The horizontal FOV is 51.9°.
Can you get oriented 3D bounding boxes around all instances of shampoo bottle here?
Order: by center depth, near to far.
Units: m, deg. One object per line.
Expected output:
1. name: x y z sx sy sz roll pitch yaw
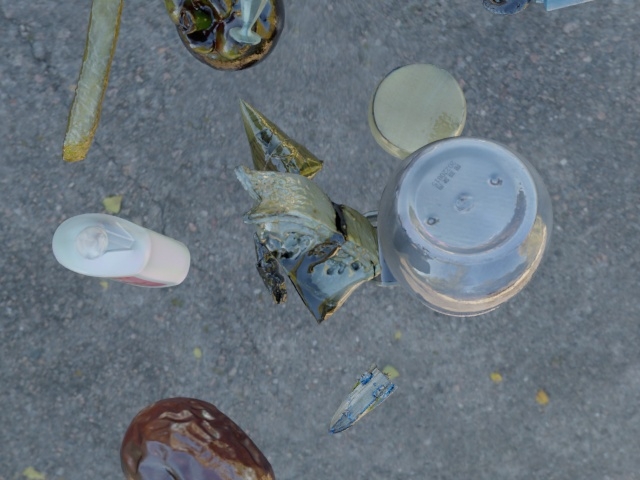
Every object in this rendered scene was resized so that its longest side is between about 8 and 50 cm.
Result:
1. shampoo bottle: -0.143 0.009 0.473 0.072 0.099 0.043 7 83 9
2. shampoo bottle: 0.231 -0.016 1.073 0.273 0.273 0.266 -11 157 5

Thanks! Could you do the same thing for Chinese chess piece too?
1. Chinese chess piece: 0.244 -0.326 1.668 0.250 0.103 0.250 0 85 6

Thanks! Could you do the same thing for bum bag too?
1. bum bag: -0.159 0.076 1.966 0.069 0.248 0.102 -31 155 18

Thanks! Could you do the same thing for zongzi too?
1. zongzi: -0.160 -0.233 1.910 0.300 0.145 0.274 45 146 6

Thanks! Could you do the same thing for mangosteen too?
1. mangosteen: -0.228 -0.513 1.493 0.287 0.287 0.233 44 151 -18

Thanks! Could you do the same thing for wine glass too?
1. wine glass: -0.128 -0.453 1.237 0.073 0.073 0.155 17 127 -8

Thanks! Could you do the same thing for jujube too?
1. jujube: -0.182 0.330 0.970 0.243 0.183 0.183 21 119 30

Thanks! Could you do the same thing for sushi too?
1. sushi: -0.002 -0.020 0.896 0.109 0.134 0.273 -15 130 24

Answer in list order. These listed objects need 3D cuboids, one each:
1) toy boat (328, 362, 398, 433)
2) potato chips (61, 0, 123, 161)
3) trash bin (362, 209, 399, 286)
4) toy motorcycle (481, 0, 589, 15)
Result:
1. toy boat: 0.092 0.393 1.600 0.210 0.066 0.084 -46 71 1
2. potato chips: -0.417 -0.313 1.210 0.057 0.080 0.407 11 116 -23
3. trash bin: 0.212 0.005 1.816 0.182 0.290 0.209 -2 102 22
4. toy motorcycle: 0.373 -0.439 1.005 0.272 0.182 0.123 -10 157 10
